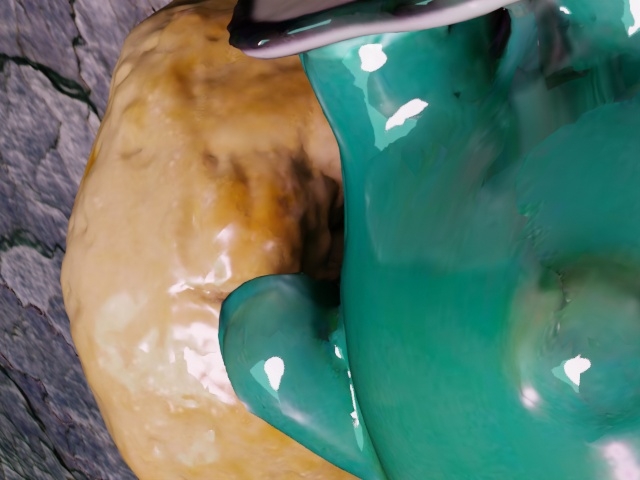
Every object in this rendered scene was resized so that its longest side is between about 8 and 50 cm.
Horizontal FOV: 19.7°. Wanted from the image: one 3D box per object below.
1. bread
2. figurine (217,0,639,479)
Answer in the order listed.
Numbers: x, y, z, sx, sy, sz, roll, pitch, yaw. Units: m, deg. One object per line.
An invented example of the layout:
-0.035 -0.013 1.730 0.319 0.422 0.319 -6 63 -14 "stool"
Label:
0.000 0.000 0.786 0.134 0.244 0.244 -14 111 48 "bread"
0.125 0.036 0.625 0.323 0.231 0.340 -19 110 23 "figurine"
